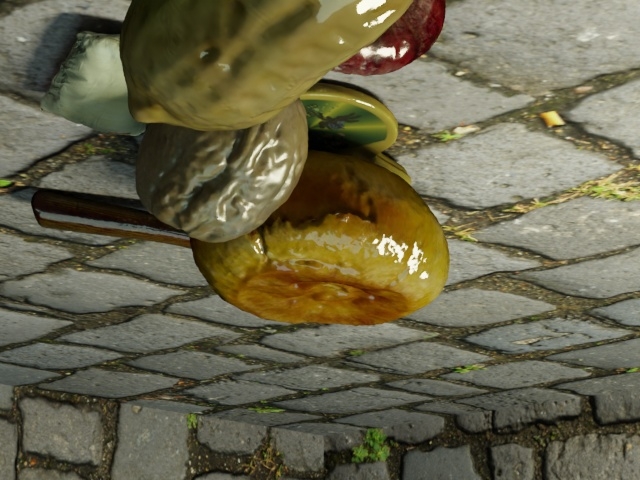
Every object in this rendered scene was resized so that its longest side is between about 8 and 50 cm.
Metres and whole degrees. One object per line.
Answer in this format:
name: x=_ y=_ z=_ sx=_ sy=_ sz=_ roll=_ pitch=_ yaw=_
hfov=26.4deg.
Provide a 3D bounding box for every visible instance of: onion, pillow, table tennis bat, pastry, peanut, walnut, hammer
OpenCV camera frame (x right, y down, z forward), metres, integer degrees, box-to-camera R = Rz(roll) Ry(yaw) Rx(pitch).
onion: x=0.027 y=-0.211 z=1.296 sx=0.205 sy=0.098 sz=0.151 roll=5 pitch=164 yaw=-12
pillow: x=-0.230 y=-0.173 z=1.509 sx=0.128 sy=0.051 sz=0.229 roll=11 pitch=160 yaw=-19
table tennis bat: x=0.021 y=-0.124 z=1.688 sx=0.198 sy=0.050 sz=0.321 roll=-9 pitch=156 yaw=29
pastry: x=0.000 y=0.000 z=1.747 sx=0.355 sy=0.164 sz=0.356 roll=6 pitch=156 yaw=3
peanut: x=-0.052 y=-0.206 z=1.139 sx=0.169 sy=0.192 sz=0.387 roll=30 pitch=143 yaw=-24
walnut: x=-0.104 y=-0.102 z=1.522 sx=0.178 sy=0.178 sz=0.230 roll=11 pitch=129 yaw=-32
hammer: x=-0.219 y=-0.010 z=1.984 sx=0.408 sy=0.095 sz=0.242 roll=7 pitch=162 yaw=-15
